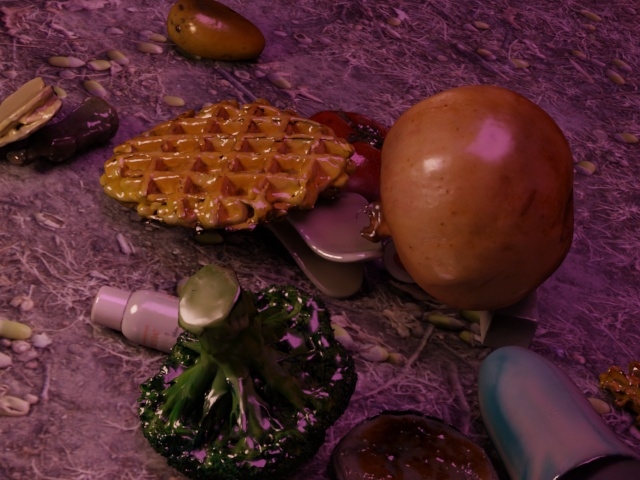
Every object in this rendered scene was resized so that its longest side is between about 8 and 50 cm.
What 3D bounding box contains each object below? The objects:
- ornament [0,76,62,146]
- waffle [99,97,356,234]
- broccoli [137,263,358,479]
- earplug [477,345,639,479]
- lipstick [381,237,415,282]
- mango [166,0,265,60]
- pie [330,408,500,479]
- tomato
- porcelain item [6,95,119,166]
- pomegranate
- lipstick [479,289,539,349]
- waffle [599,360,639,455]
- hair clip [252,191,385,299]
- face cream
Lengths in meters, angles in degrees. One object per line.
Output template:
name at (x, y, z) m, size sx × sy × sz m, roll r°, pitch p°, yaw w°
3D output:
ornament at (-0.498, -0.188, 2.178) m, size 0.180 × 0.059 × 0.201 m, roll -39°, pitch 17°, yaw -6°
waffle at (-0.144, -0.120, 2.151) m, size 0.382 × 0.095 × 0.380 m, roll -26°, pitch 36°, yaw -33°
broccoli at (-0.107, 0.169, 1.722) m, size 0.298 × 0.297 × 0.297 m, roll -11°, pitch 52°, yaw 15°
earplug at (0.301, 0.261, 1.849) m, size 0.185 × 0.185 × 0.324 m, roll 0°, pitch 32°, yaw -20°
lipstick at (0.194, -0.048, 2.273) m, size 0.087 × 0.087 × 0.327 m, roll 23°, pitch 36°, yaw 10°
mango at (-0.198, -0.403, 2.600) m, size 0.195 × 0.098 × 0.137 m, roll 10°, pitch 32°, yaw -15°
pie at (0.127, 0.313, 1.796) m, size 0.241 × 0.054 × 0.240 m, roll 11°, pitch 34°, yaw -8°
tomato at (0.063, -0.159, 2.346) m, size 0.228 × 0.101 × 0.228 m, roll 18°, pitch 27°, yaw -10°
porcelain item at (-0.425, -0.166, 2.219) m, size 0.081 × 0.069 × 0.216 m, roll 32°, pitch 38°, yaw 16°
pomegranate at (0.214, -0.062, 2.002) m, size 0.338 × 0.338 × 0.338 m, roll 10°, pitch 36°, yaw -7°
lipstick at (0.300, 0.033, 2.213) m, size 0.080 × 0.076 × 0.371 m, roll 13°, pitch 36°, yaw -4°
waffle at (0.523, 0.290, 1.961) m, size 0.260 × 0.069 × 0.293 m, roll 16°, pitch 37°, yaw 2°
hair clip at (0.001, -0.018, 2.142) m, size 0.173 × 0.113 × 0.282 m, roll -6°, pitch 40°, yaw -27°
face cream at (-0.190, 0.125, 1.909) m, size 0.269 × 0.082 × 0.082 m, roll 15°, pitch 36°, yaw 1°
